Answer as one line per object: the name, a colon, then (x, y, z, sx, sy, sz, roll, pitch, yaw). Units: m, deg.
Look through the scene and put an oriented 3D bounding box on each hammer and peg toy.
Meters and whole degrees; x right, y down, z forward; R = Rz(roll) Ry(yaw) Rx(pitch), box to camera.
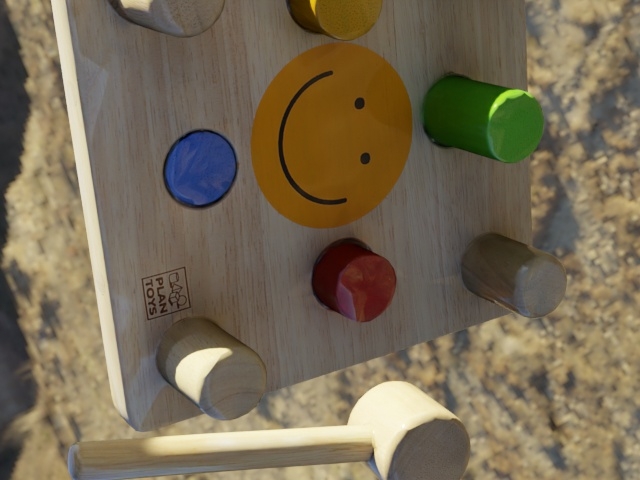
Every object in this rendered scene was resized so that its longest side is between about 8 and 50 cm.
hammer and peg toy: (0.000, 0.000, 0.673, 0.127, 0.266, 0.361, 27, 126, 56)
